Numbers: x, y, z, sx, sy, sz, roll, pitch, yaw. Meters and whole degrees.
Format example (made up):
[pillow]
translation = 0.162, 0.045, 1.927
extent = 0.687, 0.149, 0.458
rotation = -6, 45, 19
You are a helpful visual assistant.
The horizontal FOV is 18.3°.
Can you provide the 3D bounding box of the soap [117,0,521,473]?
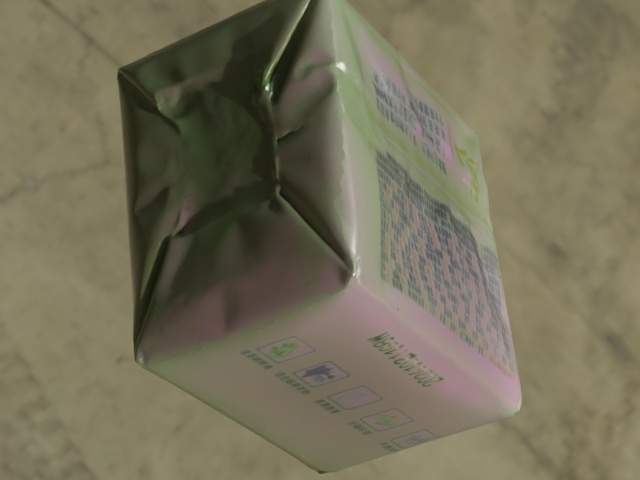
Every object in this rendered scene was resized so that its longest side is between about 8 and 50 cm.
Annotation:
[soap]
translation = 0.000, 0.000, 1.029
extent = 0.199, 0.138, 0.182
rotation = 39, 36, -53
